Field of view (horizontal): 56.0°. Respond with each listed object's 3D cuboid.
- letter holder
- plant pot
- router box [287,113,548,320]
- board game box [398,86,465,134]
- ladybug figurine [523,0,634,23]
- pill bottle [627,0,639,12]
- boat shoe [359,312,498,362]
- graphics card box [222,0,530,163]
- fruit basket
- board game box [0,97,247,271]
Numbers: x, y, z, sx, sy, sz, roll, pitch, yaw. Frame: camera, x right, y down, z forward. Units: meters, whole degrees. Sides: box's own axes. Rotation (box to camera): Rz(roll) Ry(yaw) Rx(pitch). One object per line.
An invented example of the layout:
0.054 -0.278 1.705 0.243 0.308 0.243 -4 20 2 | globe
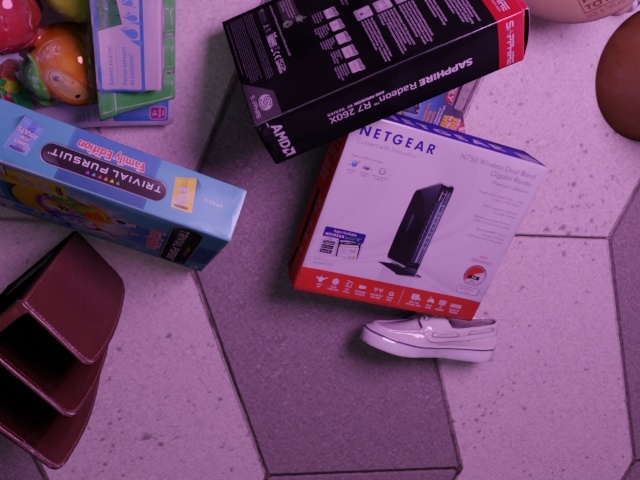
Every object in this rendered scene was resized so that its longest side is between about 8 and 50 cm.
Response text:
-0.366 0.148 0.874 0.152 0.302 0.214 -39 109 3 | letter holder
0.613 -0.256 0.945 0.237 0.254 0.237 -3 108 -8 | plant pot
0.148 -0.037 0.979 0.335 0.082 0.301 12 115 -17 | router box
0.164 -0.231 0.978 0.194 0.060 0.194 18 103 -15 | board game box
0.325 -0.516 0.834 0.305 0.162 0.449 -17 119 38 | ladybug figurine
0.520 -0.436 0.974 0.065 0.065 0.116 37 97 -18 | pill bottle
0.202 0.161 1.085 0.267 0.096 0.088 10 101 -13 | boat shoe
0.063 -0.279 0.836 0.370 0.233 0.094 -22 147 3 | graphics card box
-0.360 -0.276 0.765 0.353 0.165 0.327 -9 133 -25 | fruit basket
-0.298 -0.061 0.847 0.336 0.254 0.079 20 73 -14 | board game box
